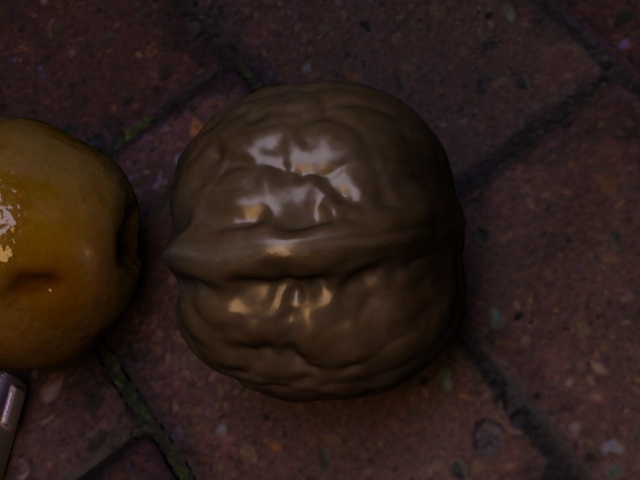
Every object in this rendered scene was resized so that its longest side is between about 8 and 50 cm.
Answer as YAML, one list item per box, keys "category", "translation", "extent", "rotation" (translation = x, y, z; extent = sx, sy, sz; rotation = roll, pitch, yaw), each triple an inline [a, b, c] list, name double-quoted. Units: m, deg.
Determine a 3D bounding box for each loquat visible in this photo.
- category: "loquat"
  translation: [-0.254, -0.003, 1.134]
  extent: [0.213, 0.213, 0.213]
  rotation: [-7, 63, 14]

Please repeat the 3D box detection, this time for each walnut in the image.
- category: "walnut"
  translation: [0.001, 0.000, 1.038]
  extent: [0.248, 0.248, 0.248]
  rotation: [-7, 63, 14]

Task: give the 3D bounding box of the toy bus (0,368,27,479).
- category: "toy bus"
  translation: [-0.288, 0.156, 1.153]
  extent: [0.058, 0.052, 0.102]
  rotation: [6, 69, 17]
